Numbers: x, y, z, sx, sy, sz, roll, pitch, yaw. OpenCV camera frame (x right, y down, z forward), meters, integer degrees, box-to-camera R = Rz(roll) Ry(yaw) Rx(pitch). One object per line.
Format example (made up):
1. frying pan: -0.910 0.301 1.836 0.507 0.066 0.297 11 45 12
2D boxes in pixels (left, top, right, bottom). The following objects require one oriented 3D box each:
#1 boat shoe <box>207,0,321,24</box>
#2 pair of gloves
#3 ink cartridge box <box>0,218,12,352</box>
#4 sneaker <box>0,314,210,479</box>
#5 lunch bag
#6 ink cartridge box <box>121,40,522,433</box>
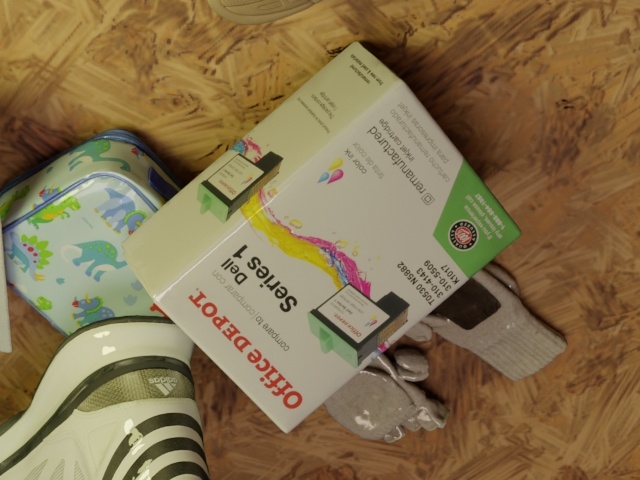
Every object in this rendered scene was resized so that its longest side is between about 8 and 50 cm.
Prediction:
1. boat shoe: 0.014 -0.285 1.376 0.103 0.092 0.285 23 124 -42
2. pair of gloves: 0.094 0.108 1.720 0.240 0.042 0.204 -30 123 22
3. ink cartridge box: -0.389 -0.034 1.559 0.239 0.060 0.275 7 128 5
4. sneaker: -0.218 0.285 1.638 0.169 0.257 0.447 1 146 -26
5. lunch bag: -0.180 0.013 1.607 0.176 0.090 0.219 -30 123 22
6. ink cartridge box: 0.000 0.000 1.528 0.278 0.117 0.201 -41 121 1
